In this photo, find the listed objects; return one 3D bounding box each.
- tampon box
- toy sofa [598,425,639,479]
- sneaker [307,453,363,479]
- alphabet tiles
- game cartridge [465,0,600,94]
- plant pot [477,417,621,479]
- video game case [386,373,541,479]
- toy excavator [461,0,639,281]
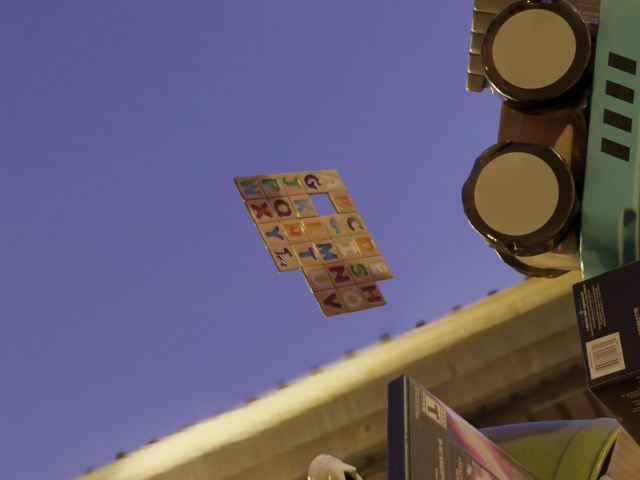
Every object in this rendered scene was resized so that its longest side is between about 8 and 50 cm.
[{"bbox_3d":[0.313,0.110,1.011,0.101,0.120,0.161,-23,-48,25],"label":"tampon box"},{"bbox_3d":[0.535,0.329,1.411,0.362,0.150,0.177,8,-77,-28],"label":"toy sofa"},{"bbox_3d":[0.042,0.307,1.241,0.053,0.152,0.061,-40,17,-29],"label":"sneaker"},{"bbox_3d":[0.000,0.000,1.603,0.198,0.237,0.009,-8,-29,-42],"label":"alphabet tiles"},{"bbox_3d":[0.377,-0.270,1.479,0.354,0.068,0.230,11,-42,10],"label":"game cartridge"},{"bbox_3d":[0.364,0.458,1.893,0.352,0.367,0.366,3,-15,40],"label":"plant pot"},{"bbox_3d":[0.150,0.254,0.908,0.026,0.196,0.274,-34,-58,29],"label":"video game case"},{"bbox_3d":[0.393,-0.155,1.100,0.444,0.433,0.222,5,-9,18],"label":"toy excavator"}]
